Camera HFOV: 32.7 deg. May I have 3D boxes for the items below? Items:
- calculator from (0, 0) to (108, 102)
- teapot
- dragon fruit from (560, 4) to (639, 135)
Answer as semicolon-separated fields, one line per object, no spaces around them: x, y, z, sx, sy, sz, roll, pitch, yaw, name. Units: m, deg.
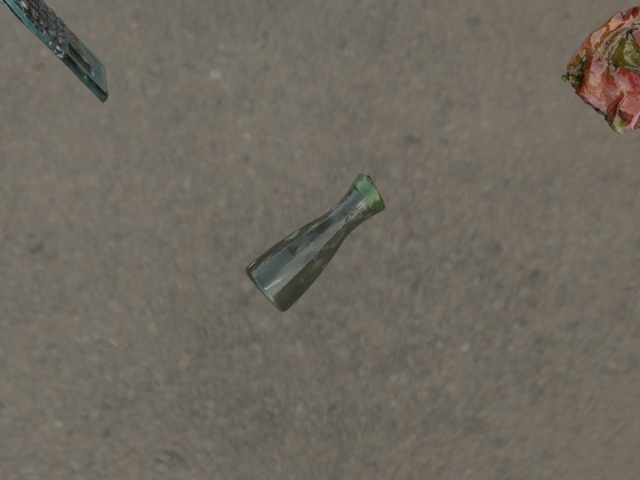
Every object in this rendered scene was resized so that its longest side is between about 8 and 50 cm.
-0.248;-0.195;0.994;0.018;0.172;0.057;-25;49;13;calculator
0.000;0.000;0.771;0.110;0.043;0.043;-42;76;0;teapot
0.304;-0.166;0.978;0.147;0.096;0.102;-15;55;-27;dragon fruit
